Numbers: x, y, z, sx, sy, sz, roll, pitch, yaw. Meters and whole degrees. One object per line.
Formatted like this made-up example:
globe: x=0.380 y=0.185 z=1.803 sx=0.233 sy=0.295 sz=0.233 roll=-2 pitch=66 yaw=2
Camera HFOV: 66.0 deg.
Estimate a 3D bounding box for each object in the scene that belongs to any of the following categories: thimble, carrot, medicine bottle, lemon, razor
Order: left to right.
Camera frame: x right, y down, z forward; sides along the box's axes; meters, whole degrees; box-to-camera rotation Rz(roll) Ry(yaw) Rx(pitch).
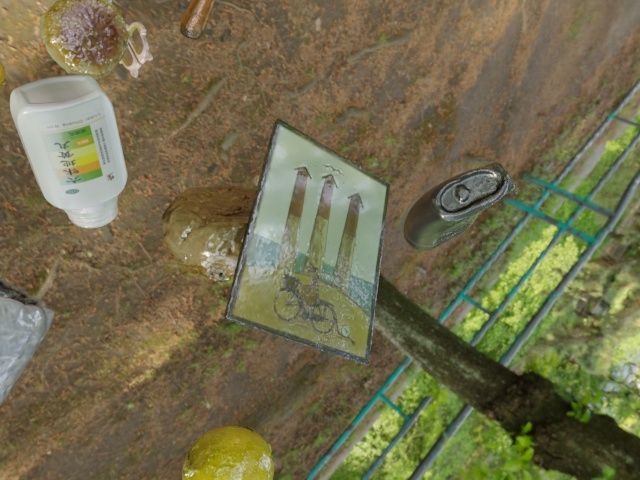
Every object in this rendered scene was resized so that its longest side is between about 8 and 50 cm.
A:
thimble: x=-0.495 y=0.107 z=0.640 sx=0.157 sy=0.246 sz=0.217 roll=-63 pitch=168 yaw=-16
medicine bottle: x=-0.521 y=-0.176 z=1.058 sx=0.179 sy=0.124 sz=0.324 roll=-24 pitch=146 yaw=-29
carrot: x=-0.259 y=-0.520 z=1.086 sx=0.055 sy=0.055 sz=0.161 roll=-1 pitch=137 yaw=-51
lemon: x=-0.181 y=0.462 z=0.994 sx=0.206 sy=0.173 sz=0.173 roll=-5 pitch=122 yaw=-42
razor: x=0.313 y=-0.077 z=1.187 sx=0.205 sy=0.113 sz=0.349 roll=-25 pitch=168 yaw=-6

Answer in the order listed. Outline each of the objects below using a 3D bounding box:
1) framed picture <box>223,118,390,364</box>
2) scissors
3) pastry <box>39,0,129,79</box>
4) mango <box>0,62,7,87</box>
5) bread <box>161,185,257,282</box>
framed picture: x=0.000 y=0.000 z=0.751 sx=0.244 sy=0.013 sz=0.323 roll=25 pitch=62 yaw=-29
scissors: x=-0.644 y=-0.686 z=1.603 sx=0.160 sy=0.317 sz=0.024 roll=-35 pitch=169 yaw=27
pastry: x=-0.559 y=-0.493 z=1.184 sx=0.182 sy=0.093 sz=0.192 roll=48 pitch=67 yaw=-35
mango: x=-1.101 y=-0.566 z=1.491 sx=0.119 sy=0.177 sz=0.317 roll=-66 pitch=153 yaw=-11
bread: x=-0.154 y=-0.011 z=0.837 sx=0.230 sy=0.230 sz=0.122 roll=-19 pitch=126 yaw=-42
